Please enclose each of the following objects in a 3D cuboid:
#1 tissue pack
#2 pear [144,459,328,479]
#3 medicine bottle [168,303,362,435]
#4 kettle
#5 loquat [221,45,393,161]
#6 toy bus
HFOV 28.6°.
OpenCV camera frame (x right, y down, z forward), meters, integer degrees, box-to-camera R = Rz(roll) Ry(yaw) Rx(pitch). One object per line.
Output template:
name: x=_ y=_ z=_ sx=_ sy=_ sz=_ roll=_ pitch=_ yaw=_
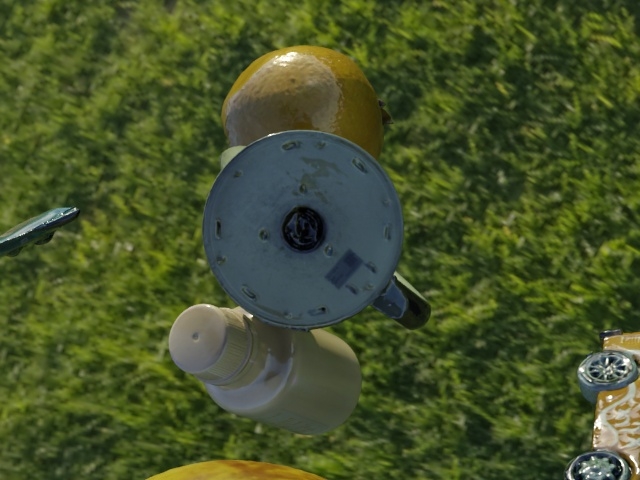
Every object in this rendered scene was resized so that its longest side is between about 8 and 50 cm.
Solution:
tissue pack: x=-0.261 y=-0.004 z=1.120 sx=0.028 sy=0.085 sz=0.138 roll=63 pitch=162 yaw=-5
pear: x=-0.046 y=0.258 z=0.666 sx=0.281 sy=0.281 sz=0.280 roll=-15 pitch=65 yaw=36
medicine bottle: x=-0.056 y=0.123 z=1.243 sx=0.114 sy=0.252 sz=0.114 roll=-8 pitch=71 yaw=25
kettle: x=0.000 y=0.000 z=1.141 sx=0.165 sy=0.240 sz=0.255 roll=-51 pitch=5 yaw=0
loquat: x=-0.016 y=-0.143 z=1.540 sx=0.208 sy=0.208 sz=0.208 roll=-15 pitch=65 yaw=36
toy bus: x=0.292 y=0.198 z=1.011 sx=0.167 sy=0.138 sz=0.275 roll=-4 pitch=31 yaw=21
